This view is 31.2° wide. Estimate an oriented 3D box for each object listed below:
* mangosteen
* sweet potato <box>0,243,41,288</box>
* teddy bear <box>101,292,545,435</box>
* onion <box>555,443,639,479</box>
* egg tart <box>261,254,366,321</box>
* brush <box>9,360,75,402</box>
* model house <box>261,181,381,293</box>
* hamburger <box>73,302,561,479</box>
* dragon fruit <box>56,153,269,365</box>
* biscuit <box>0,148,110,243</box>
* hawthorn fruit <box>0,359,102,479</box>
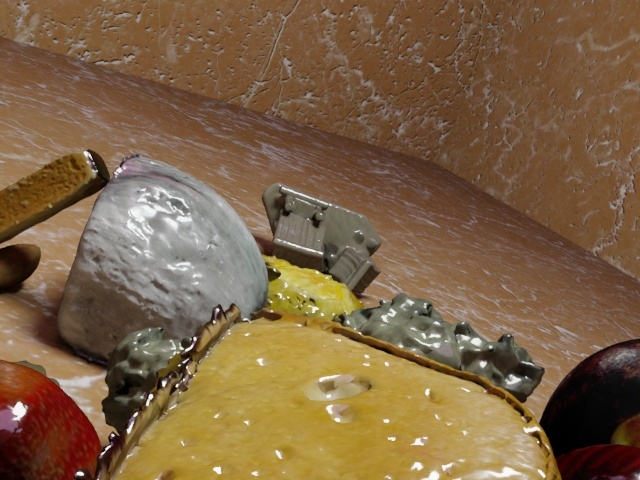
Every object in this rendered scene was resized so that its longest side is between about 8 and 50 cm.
[{"bbox_3d":[0.359,0.265,1.214,0.297,0.313,0.297,25,-27,14],"label":"mangosteen"},{"bbox_3d":[-0.391,0.038,1.304,0.050,0.050,0.214,27,18,18],"label":"sweet potato"},{"bbox_3d":[0.036,0.129,1.016,0.357,0.367,0.224,1,65,-38],"label":"teddy bear"},{"bbox_3d":[0.199,0.274,0.822,0.285,0.273,0.273,33,2,-46],"label":"onion"},{"bbox_3d":[-0.031,0.090,1.576,0.291,0.107,0.291,21,13,-5],"label":"egg tart"},{"bbox_3d":[-0.207,0.191,0.968,0.301,0.071,0.084,38,15,33],"label":"brush"},{"bbox_3d":[-0.003,0.005,1.938,0.229,0.122,0.188,24,15,-8],"label":"model house"},{"bbox_3d":[0.020,0.218,0.629,0.287,0.268,0.445,4,16,10],"label":"hamburger"},{"bbox_3d":[-0.165,0.033,1.362,0.221,0.203,0.283,24,14,2],"label":"dragon fruit"},{"bbox_3d":[-0.334,-0.043,1.325,0.052,0.188,0.056,64,5,9],"label":"biscuit"},{"bbox_3d":[-0.241,0.160,0.822,0.169,0.169,0.188,21,14,-8],"label":"hawthorn fruit"}]
